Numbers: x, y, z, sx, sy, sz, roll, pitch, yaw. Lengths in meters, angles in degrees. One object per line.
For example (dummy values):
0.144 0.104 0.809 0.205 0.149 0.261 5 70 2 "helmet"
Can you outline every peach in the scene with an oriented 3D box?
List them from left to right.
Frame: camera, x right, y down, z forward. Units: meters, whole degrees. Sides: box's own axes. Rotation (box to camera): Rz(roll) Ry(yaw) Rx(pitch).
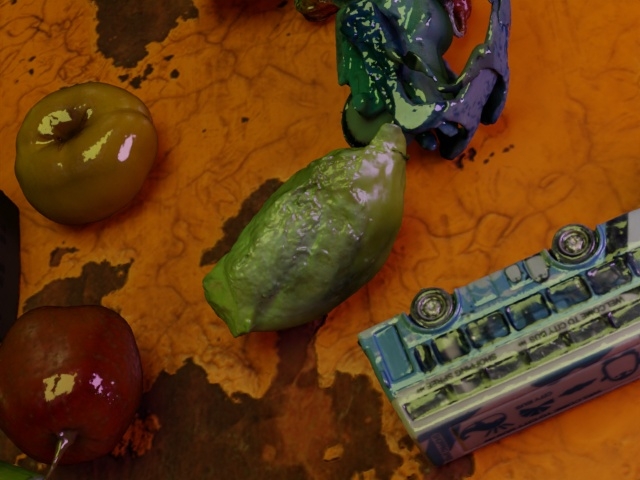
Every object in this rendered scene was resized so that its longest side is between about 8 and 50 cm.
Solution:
-0.267 -0.104 1.406 0.179 0.103 0.179 -12 57 19 "peach"

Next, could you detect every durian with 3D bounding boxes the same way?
0.000 0.000 1.196 0.250 0.139 0.101 -38 57 -2 "durian"

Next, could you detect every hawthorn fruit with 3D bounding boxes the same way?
-0.241 0.155 1.177 0.162 0.163 0.203 -32 32 1 "hawthorn fruit"

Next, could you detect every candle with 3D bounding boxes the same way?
0.149 -0.290 1.379 0.053 0.048 0.162 -6 55 0 "candle"

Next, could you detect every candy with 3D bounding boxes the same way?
0.058 -0.302 1.406 0.201 0.060 0.060 -12 54 26 "candy"

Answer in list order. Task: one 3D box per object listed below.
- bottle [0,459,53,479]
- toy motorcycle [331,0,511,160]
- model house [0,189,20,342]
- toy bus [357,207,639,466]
-0.415 0.242 1.247 0.330 0.093 0.093 11 64 29 "bottle"
0.100 -0.216 1.275 0.206 0.154 0.260 -16 68 31 "toy motorcycle"
-0.476 -0.006 1.341 0.204 0.243 0.211 -15 54 13 "model house"
0.193 0.082 1.081 0.297 0.106 0.131 -25 56 5 "toy bus"
